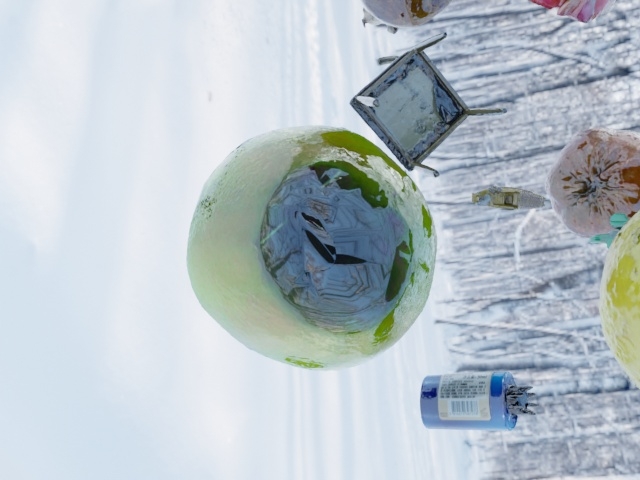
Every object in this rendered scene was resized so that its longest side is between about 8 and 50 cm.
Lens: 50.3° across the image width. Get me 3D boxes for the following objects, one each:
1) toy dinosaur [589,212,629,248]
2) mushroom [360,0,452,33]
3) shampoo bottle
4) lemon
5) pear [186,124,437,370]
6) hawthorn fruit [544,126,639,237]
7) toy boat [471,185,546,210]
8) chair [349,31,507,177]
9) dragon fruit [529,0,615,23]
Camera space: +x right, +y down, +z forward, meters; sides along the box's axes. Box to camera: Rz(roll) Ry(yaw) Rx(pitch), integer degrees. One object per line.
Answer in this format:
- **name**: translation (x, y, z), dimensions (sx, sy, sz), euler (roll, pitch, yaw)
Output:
- **toy dinosaur**: translation (0.477, 0.001, 1.043), dimensions (0.096, 0.132, 0.059), euler (26, 73, -46)
- **mushroom**: translation (0.181, -0.621, 1.440), dimensions (0.259, 0.345, 0.346), euler (22, 59, -81)
- **shampoo bottle**: translation (0.240, 0.246, 1.046), dimensions (0.050, 0.183, 0.087), euler (22, 65, -44)
- **lemon**: translation (0.452, 0.078, 0.769), dimensions (0.258, 0.257, 0.310), euler (-88, 155, -44)
- **pear**: translation (-0.002, 0.003, 0.999), dimensions (0.165, 0.398, 0.399), euler (138, -56, -80)
- **hawthorn fruit**: translation (0.616, -0.125, 1.457), dimensions (0.262, 0.258, 0.258), euler (-54, 135, -56)
- **toy boat**: translation (0.386, -0.086, 1.404), dimensions (0.049, 0.149, 0.047), euler (-44, 138, -73)
- **chair**: translation (0.165, -0.231, 1.178), dimensions (0.188, 0.166, 0.272), euler (47, 3, -14)
- **dragon fruit**: translation (0.242, -0.439, 0.776), dimensions (0.386, 0.370, 0.249), euler (61, -40, 32)
